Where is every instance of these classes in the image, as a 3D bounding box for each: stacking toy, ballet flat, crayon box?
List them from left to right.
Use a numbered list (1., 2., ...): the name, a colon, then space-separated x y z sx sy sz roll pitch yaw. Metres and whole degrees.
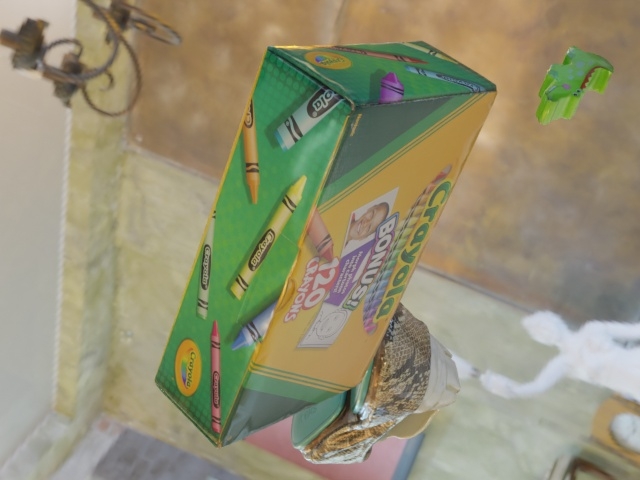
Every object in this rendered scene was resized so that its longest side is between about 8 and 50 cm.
1. crayon box: 0.000 0.000 0.699 0.165 0.081 0.278 -16 -44 -48
2. ballet flat: 0.093 0.212 1.401 0.483 0.182 0.164 117 161 -59
3. stacking toy: 0.202 -0.170 0.520 0.221 0.052 0.167 -43 -22 -35
